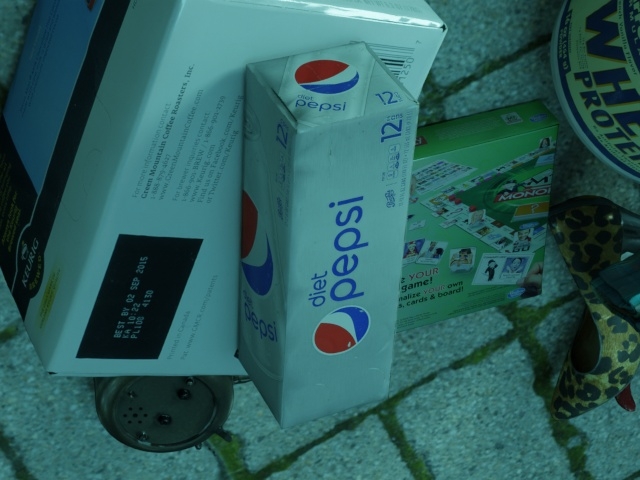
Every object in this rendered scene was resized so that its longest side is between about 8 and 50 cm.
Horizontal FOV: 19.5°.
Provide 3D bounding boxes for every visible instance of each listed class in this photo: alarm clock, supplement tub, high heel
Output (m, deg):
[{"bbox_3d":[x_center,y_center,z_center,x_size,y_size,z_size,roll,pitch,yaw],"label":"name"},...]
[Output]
[{"bbox_3d":[-0.162,0.132,1.727,0.192,0.064,0.129,27,119,-23],"label":"alarm clock"},{"bbox_3d":[0.350,-0.179,1.534,0.235,0.235,0.325,-16,175,-16],"label":"supplement tub"},{"bbox_3d":[0.253,0.070,1.899,0.186,0.093,0.261,18,118,-25],"label":"high heel"}]

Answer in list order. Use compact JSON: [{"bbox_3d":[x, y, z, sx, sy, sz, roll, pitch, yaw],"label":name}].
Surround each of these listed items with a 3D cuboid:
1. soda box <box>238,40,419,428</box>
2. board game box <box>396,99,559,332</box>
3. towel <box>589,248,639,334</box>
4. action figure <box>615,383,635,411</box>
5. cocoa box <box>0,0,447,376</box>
[{"bbox_3d":[0.000,0.000,1.374,0.098,0.091,0.286,-14,132,-20],"label":"soda box"},{"bbox_3d":[0.068,-0.003,1.758,0.317,0.046,0.213,-14,130,-17],"label":"board game box"},{"bbox_3d":[0.405,-0.056,1.689,0.370,0.271,0.040,-42,92,3],"label":"towel"},{"bbox_3d":[0.407,0.081,1.947,0.091,0.139,0.280,-2,125,-28],"label":"action figure"},{"bbox_3d":[-0.102,-0.094,1.467,0.231,0.228,0.347,3,124,-31],"label":"cocoa box"}]
